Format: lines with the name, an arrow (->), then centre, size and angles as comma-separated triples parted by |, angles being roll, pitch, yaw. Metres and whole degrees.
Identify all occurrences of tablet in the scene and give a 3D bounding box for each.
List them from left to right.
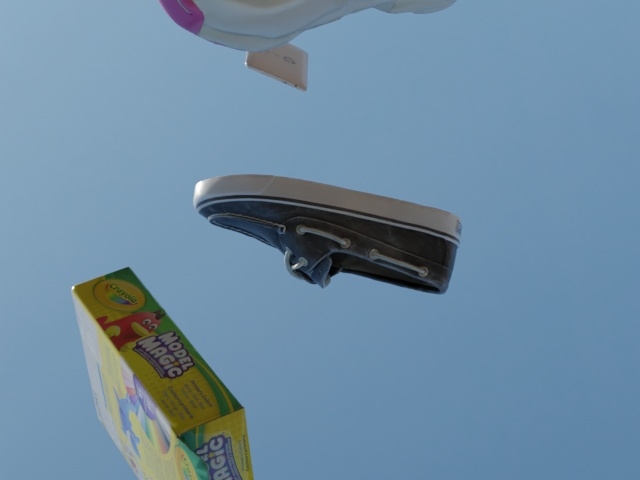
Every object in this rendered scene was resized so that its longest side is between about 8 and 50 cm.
tablet -> -0.035, -0.149, 1.119 | 0.054, 0.006, 0.083 | 22, -153, -12

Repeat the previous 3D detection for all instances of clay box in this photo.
clay box -> -0.101, 0.127, 0.936 | 0.053, 0.127, 0.222 | -21, -143, -22

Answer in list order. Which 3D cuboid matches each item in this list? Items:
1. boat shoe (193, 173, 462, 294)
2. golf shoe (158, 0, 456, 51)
boat shoe -> 0.000, 0.000, 1.495 | 0.301, 0.108, 0.102 | 11, -105, 5
golf shoe -> 0.029, -0.193, 0.824 | 0.306, 0.140, 0.115 | -23, -85, -46
